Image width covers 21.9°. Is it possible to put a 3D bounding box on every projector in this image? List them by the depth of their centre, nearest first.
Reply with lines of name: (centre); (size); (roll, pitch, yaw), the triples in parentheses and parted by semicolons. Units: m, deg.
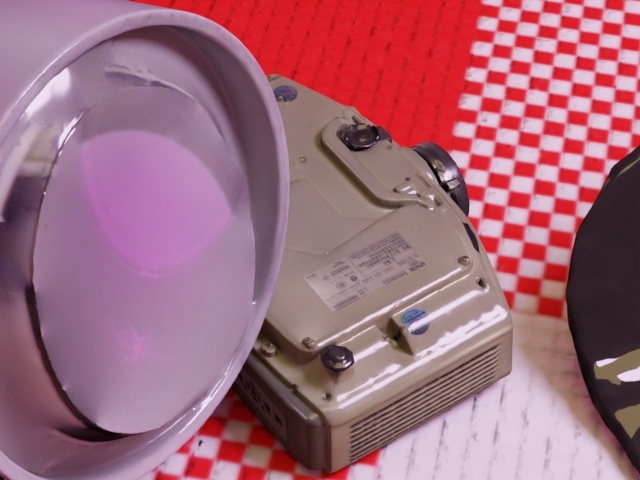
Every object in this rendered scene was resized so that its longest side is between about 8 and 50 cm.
projector: (0.000, 0.000, 1.033); (0.193, 0.088, 0.269); (-27, 52, -21)

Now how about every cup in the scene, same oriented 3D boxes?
cup: (-0.218, -0.032, 0.919); (0.371, 0.253, 0.253); (18, 46, 33)

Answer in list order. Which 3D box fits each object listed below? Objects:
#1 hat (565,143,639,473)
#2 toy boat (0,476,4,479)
hat: (0.359, 0.028, 1.005); (0.382, 0.257, 0.366); (-33, 65, 14)
toy boat: (-0.152, 0.203, 0.844); (0.110, 0.091, 0.175); (15, 44, -26)
